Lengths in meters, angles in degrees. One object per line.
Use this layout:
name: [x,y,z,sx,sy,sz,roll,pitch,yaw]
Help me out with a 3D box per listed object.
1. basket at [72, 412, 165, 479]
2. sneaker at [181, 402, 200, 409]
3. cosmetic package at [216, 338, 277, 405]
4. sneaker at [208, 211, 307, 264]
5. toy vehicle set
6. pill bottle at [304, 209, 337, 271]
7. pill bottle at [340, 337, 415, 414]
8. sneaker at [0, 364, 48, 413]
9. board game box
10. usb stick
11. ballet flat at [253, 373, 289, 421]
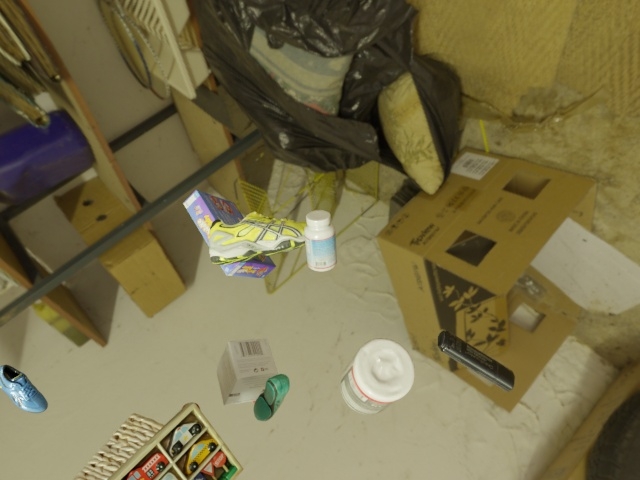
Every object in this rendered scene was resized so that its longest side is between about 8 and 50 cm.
basket: [-0.428,0.687,1.143,0.332,0.266,0.328,12,125,15]
sneaker: [-0.424,0.675,1.481,0.221,0.087,0.128,-110,25,-45]
cosmetic package: [-0.267,0.468,1.568,0.183,0.151,0.151,-63,38,36]
sneaker: [-0.170,-0.028,1.421,0.145,0.385,0.147,147,111,-67]
toy vehicle set: [-0.279,0.444,0.766,0.035,0.267,0.166,-26,101,47]
pill bottle: [0.000,0.000,1.229,0.087,0.087,0.160,31,136,44]
pill bottle: [0.158,0.429,1.340,0.176,0.176,0.318,44,152,16]
sneaker: [-1.014,0.505,1.493,0.209,0.069,0.082,46,123,-6]
board game box: [-0.340,-0.019,1.660,0.347,0.078,0.233,54,-164,22]
usb stick: [0.474,0.366,1.332,0.278,0.077,0.045,32,136,-9]
ballet flat: [-0.151,0.515,1.438,0.083,0.087,0.247,51,138,27]
